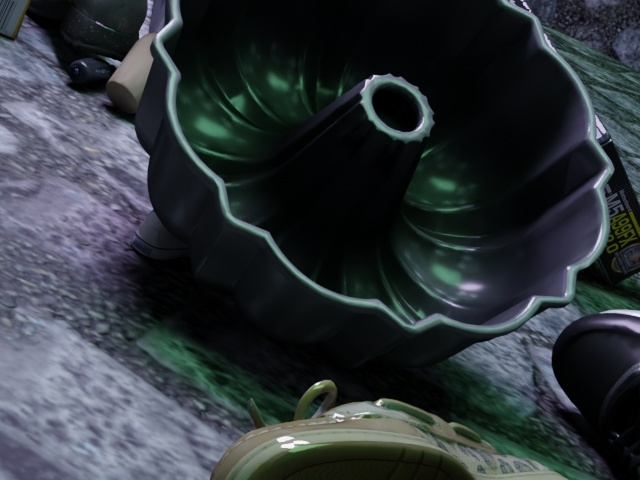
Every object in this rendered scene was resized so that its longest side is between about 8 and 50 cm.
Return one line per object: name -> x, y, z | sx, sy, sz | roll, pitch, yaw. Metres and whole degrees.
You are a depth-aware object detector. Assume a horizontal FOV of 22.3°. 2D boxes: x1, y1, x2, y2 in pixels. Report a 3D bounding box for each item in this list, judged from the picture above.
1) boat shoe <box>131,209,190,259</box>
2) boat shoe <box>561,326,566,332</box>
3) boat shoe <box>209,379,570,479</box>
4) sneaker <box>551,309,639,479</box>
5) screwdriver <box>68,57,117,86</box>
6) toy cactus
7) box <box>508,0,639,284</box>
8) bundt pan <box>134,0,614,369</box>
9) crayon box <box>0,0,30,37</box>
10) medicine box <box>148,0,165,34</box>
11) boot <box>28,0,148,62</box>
boat shoe -> -0.091, -0.012, 1.095 | 0.035, 0.035, 0.100 | 34, 19, 20
boat shoe -> 0.242, 0.095, 1.296 | 0.142, 0.049, 0.040 | 13, 55, -44
boat shoe -> 0.031, 0.130, 0.782 | 0.089, 0.105, 0.285 | 35, 8, 37
sneaker -> 0.249, 0.140, 1.074 | 0.124, 0.107, 0.283 | -3, 34, -49
screwdriver -> -0.174, -0.147, 1.389 | 0.025, 0.024, 0.170 | 58, 17, 0
toy cactus -> -0.103, -0.165, 1.355 | 0.112, 0.219, 0.180 | 36, 58, 9
box -> 0.225, -0.117, 1.568 | 0.216, 0.060, 0.270 | 52, 11, -50
bundt pan -> 0.025, -0.055, 1.078 | 0.330, 0.124, 0.331 | 14, 54, -20
crayon box -> -0.344, -0.296, 1.309 | 0.278, 0.165, 0.081 | 21, 18, -23
medicine box -> -0.011, -0.215, 1.618 | 0.289, 0.149, 0.263 | 24, 17, -13
boot -> -0.187, -0.258, 1.423 | 0.083, 0.161, 0.246 | 16, 12, -31
